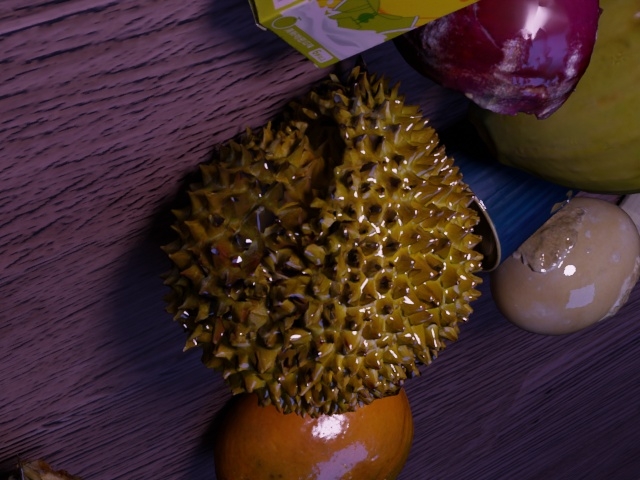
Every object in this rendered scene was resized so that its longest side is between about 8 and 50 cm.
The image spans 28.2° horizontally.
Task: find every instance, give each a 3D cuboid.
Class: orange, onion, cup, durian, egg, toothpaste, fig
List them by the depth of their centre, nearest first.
[{"bbox_3d":[0.105,-0.224,0.880,0.327,0.077,0.110,-21,160,20],"label":"toothpaste"},{"bbox_3d":[0.113,-0.193,1.011,0.218,0.195,0.139,11,127,-6],"label":"onion"},{"bbox_3d":[0.004,0.007,1.063,0.293,0.258,0.258,-50,151,7],"label":"durian"},{"bbox_3d":[0.268,-0.150,1.179,0.271,0.239,0.239,-21,157,18],"label":"fig"},{"bbox_3d":[0.187,-0.059,1.331,0.155,0.131,0.176,-35,-178,-18],"label":"cup"},{"bbox_3d":[-0.002,0.231,1.443,0.240,0.171,0.240,-29,151,-18],"label":"orange"},{"bbox_3d":[0.296,0.028,1.536,0.201,0.164,0.164,-32,151,-19],"label":"egg"}]

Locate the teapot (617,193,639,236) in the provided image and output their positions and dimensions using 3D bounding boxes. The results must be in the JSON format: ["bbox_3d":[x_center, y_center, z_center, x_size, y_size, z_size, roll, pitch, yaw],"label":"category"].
[{"bbox_3d":[0.471,-0.071,1.699,0.107,0.077,0.200,-14,143,-47],"label":"teapot"}]

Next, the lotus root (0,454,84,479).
[{"bbox_3d":[-0.286,0.300,1.215,0.154,0.154,0.278,-8,138,-46],"label":"lotus root"}]
